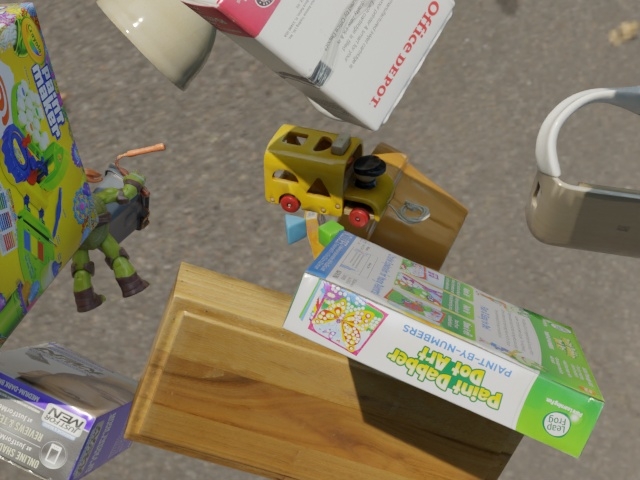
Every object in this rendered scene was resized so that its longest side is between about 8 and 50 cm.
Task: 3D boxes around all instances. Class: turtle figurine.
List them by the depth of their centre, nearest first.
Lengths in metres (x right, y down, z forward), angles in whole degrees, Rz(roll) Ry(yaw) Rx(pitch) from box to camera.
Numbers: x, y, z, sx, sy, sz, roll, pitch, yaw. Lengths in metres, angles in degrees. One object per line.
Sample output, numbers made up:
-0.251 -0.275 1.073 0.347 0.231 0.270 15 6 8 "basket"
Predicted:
-0.320 -0.020 1.520 0.269 0.087 0.217 -22 100 -15 "turtle figurine"

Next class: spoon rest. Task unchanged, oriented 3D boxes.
0.394 -0.167 1.326 0.276 0.137 0.084 -23 104 -7 "spoon rest"

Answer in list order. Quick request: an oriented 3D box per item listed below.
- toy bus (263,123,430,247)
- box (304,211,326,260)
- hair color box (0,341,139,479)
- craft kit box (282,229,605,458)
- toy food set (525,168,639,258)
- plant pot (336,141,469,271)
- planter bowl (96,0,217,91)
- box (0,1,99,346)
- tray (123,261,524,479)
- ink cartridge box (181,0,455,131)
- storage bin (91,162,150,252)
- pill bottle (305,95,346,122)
0.023 -0.094 1.437 0.202 0.191 0.104 -17 131 -19 "toy bus"
0.000 0.000 1.924 0.081 0.028 0.136 -83 159 -59 "box"
-0.366 0.232 1.488 0.185 0.339 0.110 25 91 4 "hair color box"
0.106 0.075 0.912 0.246 0.250 0.061 21 100 5 "craft kit box"
0.502 -0.061 1.751 0.306 0.220 0.092 8 66 5 "toy food set"
0.143 -0.037 1.815 0.188 0.205 0.205 27 71 6 "plant pot"
-0.198 -0.291 1.398 0.109 0.162 0.162 -43 117 2 "planter bowl"
-0.407 -0.070 1.160 0.279 0.177 0.290 -65 150 -54 "box"
0.010 0.183 1.176 0.410 0.076 0.203 18 119 -9 "tray"
0.002 -0.252 1.120 0.237 0.100 0.172 34 86 -34 "ink cartridge box"
-0.335 -0.040 1.729 0.098 0.135 0.091 34 60 8 "storage bin"
0.029 -0.299 1.730 0.162 0.278 0.162 -3 110 -8 "pill bottle"
